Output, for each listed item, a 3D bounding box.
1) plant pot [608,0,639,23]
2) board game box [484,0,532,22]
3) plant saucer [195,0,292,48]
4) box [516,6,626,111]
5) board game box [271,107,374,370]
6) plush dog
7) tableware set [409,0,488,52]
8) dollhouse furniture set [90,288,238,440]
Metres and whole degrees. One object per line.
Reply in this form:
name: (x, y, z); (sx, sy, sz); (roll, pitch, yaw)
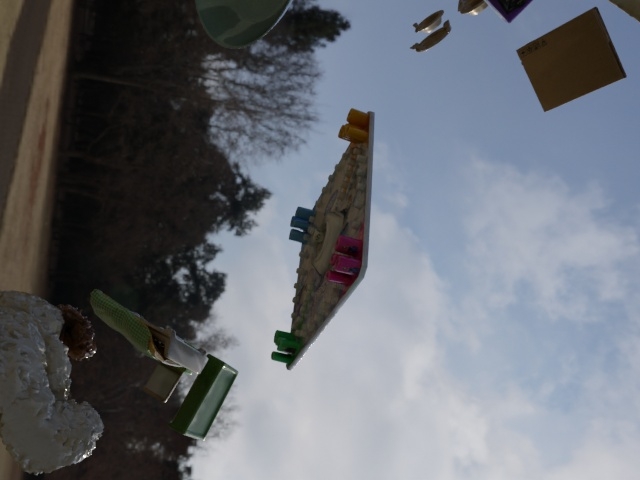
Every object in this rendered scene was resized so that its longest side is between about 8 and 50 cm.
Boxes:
plant pot: (0.404, -0.233, 0.402); (0.306, 0.333, 0.334); (-60, -149, 33)
board game box: (0.281, -0.461, 0.724); (0.347, 0.208, 0.056); (-45, -162, 20)
plant saucer: (-0.070, -0.307, 0.684); (0.194, 0.037, 0.195); (0, -90, 45)
box: (0.556, -0.397, 1.389); (0.201, 0.021, 0.165); (-20, -81, 53)
board game box: (0.000, 0.000, 1.213); (0.390, 0.050, 0.390); (123, -20, -49)
plush dog: (-0.384, 0.129, 0.719); (0.225, 0.262, 0.211); (-136, -128, -66)
tableware set: (0.213, -0.363, 0.993); (0.168, 0.020, 0.141); (-32, -156, 21)
dollhouse furniture set: (-0.313, 0.236, 1.143); (0.151, 0.197, 0.301); (-61, 155, -16)
